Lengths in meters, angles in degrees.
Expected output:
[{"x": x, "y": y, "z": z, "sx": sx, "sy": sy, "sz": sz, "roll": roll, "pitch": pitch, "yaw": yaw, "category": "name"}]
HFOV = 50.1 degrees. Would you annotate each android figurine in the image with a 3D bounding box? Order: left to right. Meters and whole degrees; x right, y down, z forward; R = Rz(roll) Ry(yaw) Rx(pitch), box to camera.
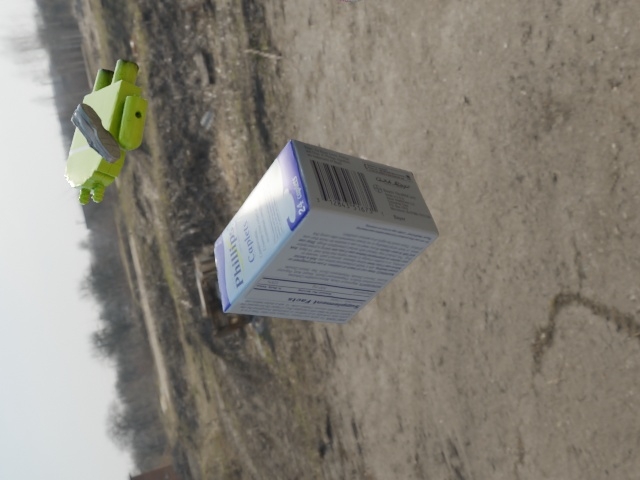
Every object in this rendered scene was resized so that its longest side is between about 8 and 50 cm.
[{"x": -0.412, "y": -0.202, "z": 1.300, "sx": 0.248, "sy": 0.056, "sz": 0.273, "roll": -5, "pitch": 72, "yaw": 47, "category": "android figurine"}]

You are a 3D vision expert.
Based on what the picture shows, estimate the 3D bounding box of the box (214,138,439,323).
[{"x": 0.000, "y": 0.000, "z": 0.553, "sx": 0.137, "sy": 0.126, "sz": 0.072, "roll": -48, "pitch": 45, "yaw": 37, "category": "box"}]

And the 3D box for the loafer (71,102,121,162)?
[{"x": -0.380, "y": -0.175, "z": 1.157, "sx": 0.125, "sy": 0.039, "sz": 0.045, "roll": 56, "pitch": -159, "yaw": 17, "category": "loafer"}]

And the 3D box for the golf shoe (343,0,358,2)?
[{"x": 0.062, "y": -0.294, "z": 0.651, "sx": 0.115, "sy": 0.140, "sz": 0.306, "roll": 67, "pitch": -151, "yaw": -13, "category": "golf shoe"}]
